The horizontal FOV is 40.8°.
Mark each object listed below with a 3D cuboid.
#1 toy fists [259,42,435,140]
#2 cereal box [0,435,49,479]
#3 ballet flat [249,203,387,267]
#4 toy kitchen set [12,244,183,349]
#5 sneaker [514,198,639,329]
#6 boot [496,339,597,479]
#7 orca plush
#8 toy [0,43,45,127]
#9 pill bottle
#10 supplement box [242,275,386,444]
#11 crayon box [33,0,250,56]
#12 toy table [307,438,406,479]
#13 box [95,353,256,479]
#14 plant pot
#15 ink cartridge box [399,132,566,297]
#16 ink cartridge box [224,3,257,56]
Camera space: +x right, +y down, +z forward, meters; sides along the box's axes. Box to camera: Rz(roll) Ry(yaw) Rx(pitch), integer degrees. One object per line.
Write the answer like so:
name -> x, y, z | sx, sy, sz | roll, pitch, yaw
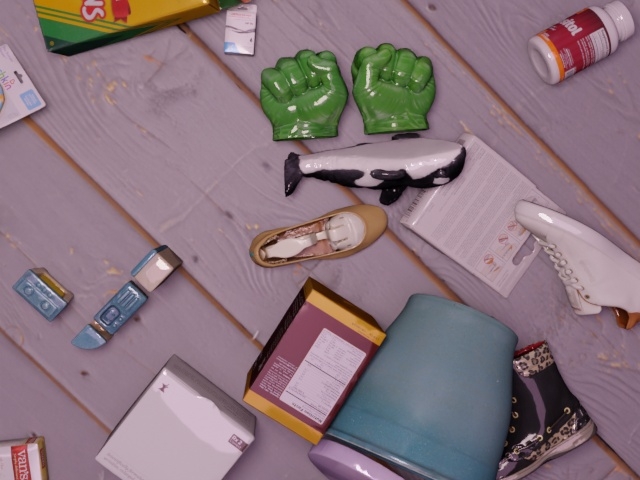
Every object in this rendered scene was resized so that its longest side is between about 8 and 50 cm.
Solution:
toy fists -> 0.044, -0.237, 1.354 | 0.279, 0.096, 0.142 | -5, 93, -1
cereal box -> -0.563, 0.418, 1.395 | 0.240, 0.047, 0.173 | -6, 94, -2
ballet flat -> 0.000, 0.000, 1.378 | 0.232, 0.073, 0.080 | -17, 95, -1
toy kitchen set -> -0.351, 0.056, 1.342 | 0.166, 0.122, 0.207 | 44, 91, -4
sneaker -> 0.415, 0.047, 1.377 | 0.290, 0.106, 0.123 | 33, 92, -9
boot -> 0.312, 0.287, 1.409 | 0.236, 0.085, 0.179 | -27, 91, -2
orca plush -> 0.087, -0.090, 1.356 | 0.287, 0.151, 0.102 | -10, 117, 3
toy -> -0.560, -0.211, 1.302 | 0.237, 0.056, 0.137 | -32, 74, -13
pill bottle -> 0.415, -0.318, 1.368 | 0.152, 0.086, 0.086 | -28, 94, -1
supplement box -> -0.013, 0.178, 1.330 | 0.129, 0.191, 0.194 | 32, 91, -4
crayon box -> -0.285, -0.422, 1.307 | 0.318, 0.081, 0.202 | -14, 94, 9
toy table -> 0.071, 0.452, 1.337 | 0.274, 0.252, 0.161 | 29, 64, 5
box -> -0.224, 0.312, 1.367 | 0.181, 0.119, 0.182 | 38, 91, -4
plant pot -> 0.174, 0.229, 1.321 | 0.271, 0.271, 0.255 | 24, 77, -4
ink cartridge box -> 0.268, -0.040, 1.409 | 0.224, 0.056, 0.181 | 35, 92, -23
ink cartridge box -> -0.127, -0.339, 1.372 | 0.048, 0.028, 0.083 | 4, 93, -3
